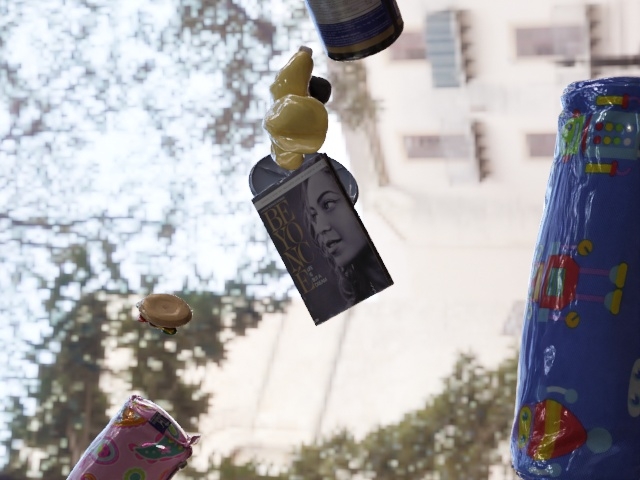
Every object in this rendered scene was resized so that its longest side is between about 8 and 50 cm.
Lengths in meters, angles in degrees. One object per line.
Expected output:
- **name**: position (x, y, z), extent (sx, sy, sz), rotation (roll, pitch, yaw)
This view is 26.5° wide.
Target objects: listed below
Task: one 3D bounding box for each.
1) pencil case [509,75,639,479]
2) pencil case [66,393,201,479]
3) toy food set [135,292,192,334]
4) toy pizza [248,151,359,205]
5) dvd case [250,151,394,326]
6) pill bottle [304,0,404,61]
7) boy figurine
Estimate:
- **pencil case**: position (0.216, 0.040, 0.965), extent (0.119, 0.133, 0.306), rotation (-5, 74, 65)
- **pencil case**: position (-0.284, 0.344, 1.812), extent (0.284, 0.124, 0.124), rotation (-54, -21, -1)
- **toy food set**: position (-0.229, 0.104, 1.980), extent (0.082, 0.083, 0.020), rotation (-38, -31, -54)
- **toy pizza**: position (-0.031, -0.093, 2.434), extent (0.201, 0.201, 0.032), rotation (-70, -7, -48)
- **dvd case**: position (0.000, 0.000, 2.024), extent (0.018, 0.164, 0.221), rotation (-21, -98, -51)
- **pill bottle**: position (0.028, -0.368, 1.873), extent (0.123, 0.123, 0.219), rotation (-67, -39, -51)
- **boy figurine**: position (-0.030, -0.184, 1.906), extent (0.285, 0.092, 0.177), rotation (-91, 9, -80)
